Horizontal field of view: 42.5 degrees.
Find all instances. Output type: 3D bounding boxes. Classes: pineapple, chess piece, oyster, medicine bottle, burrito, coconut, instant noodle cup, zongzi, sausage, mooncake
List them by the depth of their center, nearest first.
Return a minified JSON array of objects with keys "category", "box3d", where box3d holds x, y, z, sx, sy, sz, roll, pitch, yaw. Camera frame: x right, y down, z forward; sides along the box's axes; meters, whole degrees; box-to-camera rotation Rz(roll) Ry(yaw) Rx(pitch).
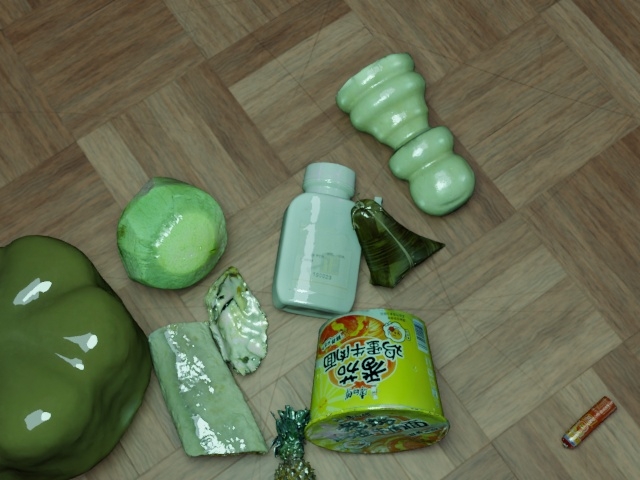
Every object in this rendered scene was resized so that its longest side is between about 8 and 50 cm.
[{"category":"mooncake","box3d":[-0.551,0.209,1.469,0.467,0.262,0.467,-2,57,3]},{"category":"instant noodle cup","box3d":[0.096,0.253,1.486,0.264,0.264,0.200,-2,60,0]},{"category":"pineapple","box3d":[-0.042,0.419,1.524,0.103,0.083,0.221,2,73,-11]},{"category":"burrito","box3d":[-0.223,0.294,1.554,0.143,0.105,0.299,-24,73,-10]},{"category":"sausage","box3d":[0.506,0.350,1.563,0.129,0.034,0.034,-38,77,-10]},{"category":"coconut","box3d":[-0.292,-0.016,1.595,0.205,0.236,0.235,-12,72,-27]},{"category":"oyster","box3d":[-0.174,0.162,1.608,0.133,0.072,0.209,-22,87,-43]},{"category":"zongzi","box3d":[0.153,-0.026,1.616,0.184,0.084,0.187,-30,111,-25]},{"category":"medicine bottle","box3d":[0.000,0.000,1.633,0.161,0.111,0.296,11,75,-12]},{"category":"chess piece","box3d":[0.190,-0.202,1.673,0.182,0.182,0.330,-31,82,-8]}]

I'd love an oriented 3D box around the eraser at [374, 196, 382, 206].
[{"category":"eraser","box3d":[0.113,-0.045,1.682,0.019,0.038,0.083,6,73,8]}]
